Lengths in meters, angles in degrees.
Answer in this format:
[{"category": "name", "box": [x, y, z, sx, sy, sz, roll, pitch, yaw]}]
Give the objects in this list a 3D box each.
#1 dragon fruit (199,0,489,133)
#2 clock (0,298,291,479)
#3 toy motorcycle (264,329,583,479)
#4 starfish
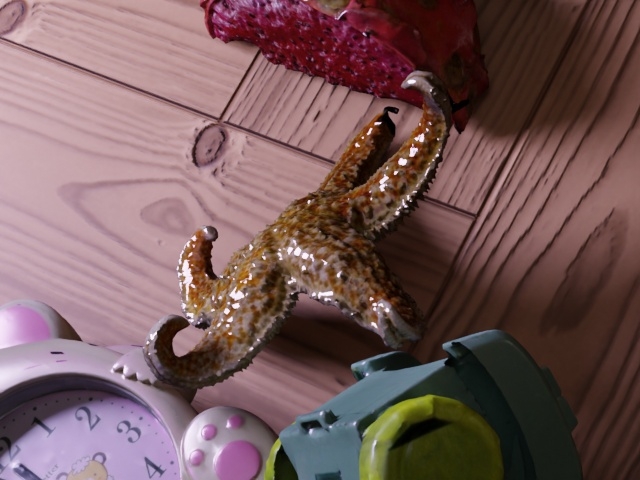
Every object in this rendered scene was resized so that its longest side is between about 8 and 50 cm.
[{"category": "dragon fruit", "box": [0.037, -0.234, 1.407, 0.262, 0.134, 0.211, 19, 62, 22]}, {"category": "clock", "box": [-0.194, 0.204, 1.261, 0.309, 0.114, 0.284, 33, 77, 26]}, {"category": "toy motorcycle", "box": [0.124, 0.222, 1.135, 0.200, 0.191, 0.326, -33, 95, -25]}, {"category": "starfish", "box": [0.000, -0.003, 1.254, 0.303, 0.113, 0.312, -39, 22, 5]}]
